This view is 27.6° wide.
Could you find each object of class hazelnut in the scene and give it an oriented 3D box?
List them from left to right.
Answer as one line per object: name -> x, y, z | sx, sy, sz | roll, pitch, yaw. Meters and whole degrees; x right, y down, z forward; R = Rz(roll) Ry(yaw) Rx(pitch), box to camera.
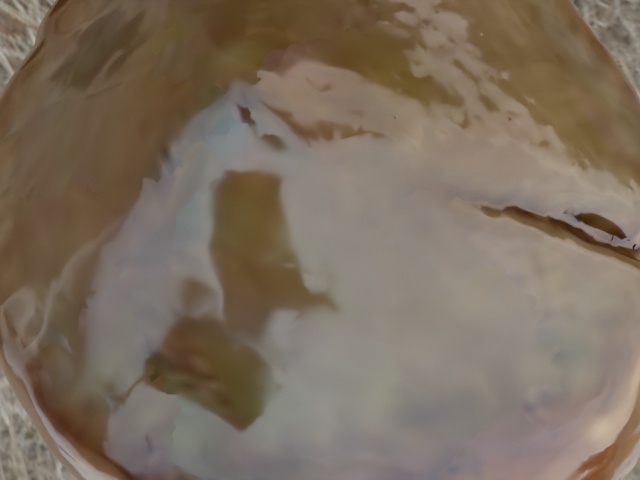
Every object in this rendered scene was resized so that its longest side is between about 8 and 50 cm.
hazelnut -> 0.000, 0.000, 0.636 | 0.315, 0.372, 0.372 | -16, 120, -5
